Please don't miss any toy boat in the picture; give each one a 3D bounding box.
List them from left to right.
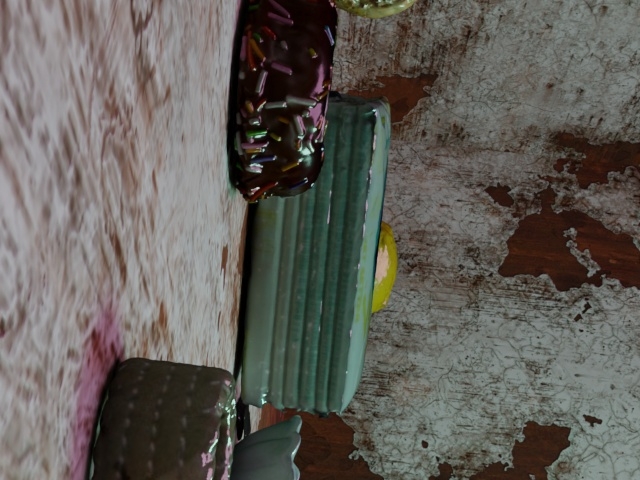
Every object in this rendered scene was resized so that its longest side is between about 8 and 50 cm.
[{"bbox_3d":[-0.074,0.332,1.208,0.290,0.100,0.199,92,4,-66],"label":"toy boat"}]

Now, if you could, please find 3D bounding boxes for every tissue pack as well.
[{"bbox_3d":[0.000,0.000,1.228,0.287,0.162,0.388,-54,150,-78],"label":"tissue pack"}]

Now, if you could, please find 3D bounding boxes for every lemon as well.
[{"bbox_3d":[0.028,0.038,1.701,0.288,0.233,0.234,-127,-137,-84],"label":"lemon"}]

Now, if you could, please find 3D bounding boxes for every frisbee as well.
[{"bbox_3d":[-0.103,0.226,1.324,0.187,0.012,0.211,94,1,-46],"label":"frisbee"}]

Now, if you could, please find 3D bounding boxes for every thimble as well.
[{"bbox_3d":[-0.079,0.117,0.470,0.084,0.062,0.110,87,8,-67],"label":"thimble"}]

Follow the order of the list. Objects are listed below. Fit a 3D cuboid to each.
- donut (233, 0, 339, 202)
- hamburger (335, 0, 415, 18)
[{"bbox_3d":[-0.033,-0.145,0.913,0.235,0.089,0.235,-173,-90,-89],"label":"donut"},{"bbox_3d":[0.065,-0.434,1.200,0.260,0.245,0.211,53,-11,26],"label":"hamburger"}]
